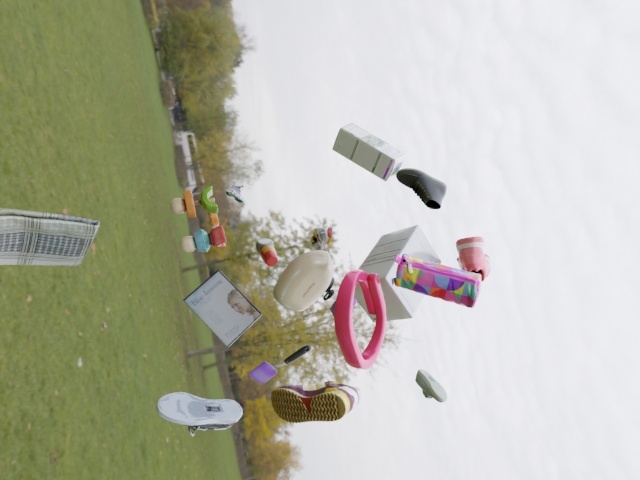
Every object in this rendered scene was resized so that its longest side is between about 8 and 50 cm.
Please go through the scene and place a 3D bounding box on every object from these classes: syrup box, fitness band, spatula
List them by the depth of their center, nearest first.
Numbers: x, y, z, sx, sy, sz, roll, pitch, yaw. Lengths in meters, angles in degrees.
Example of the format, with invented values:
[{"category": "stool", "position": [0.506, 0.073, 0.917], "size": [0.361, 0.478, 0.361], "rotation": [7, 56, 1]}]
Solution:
[{"category": "fitness band", "position": [0.107, 0.208, 1.163], "size": [0.209, 0.054, 0.291], "rotation": [-58, 141, -39]}, {"category": "syrup box", "position": [0.171, -0.314, 1.565], "size": [0.237, 0.093, 0.096], "rotation": [34, -50, 15]}, {"category": "spatula", "position": [-0.153, 0.487, 1.755], "size": [0.084, 0.296, 0.030], "rotation": [47, 24, -23]}]

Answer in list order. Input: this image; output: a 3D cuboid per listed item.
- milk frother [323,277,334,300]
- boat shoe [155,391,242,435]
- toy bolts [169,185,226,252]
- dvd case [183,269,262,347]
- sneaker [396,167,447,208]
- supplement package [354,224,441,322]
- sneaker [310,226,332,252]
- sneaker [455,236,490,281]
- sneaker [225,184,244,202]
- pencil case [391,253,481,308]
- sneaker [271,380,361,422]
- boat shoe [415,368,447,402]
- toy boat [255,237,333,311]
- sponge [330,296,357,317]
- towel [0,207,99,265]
[{"category": "milk frother", "position": [-0.007, 0.209, 2.103], "size": [0.143, 0.134, 0.129], "rotation": [-6, -118, 67]}, {"category": "boat shoe", "position": [-0.419, 0.592, 1.497], "size": [0.105, 0.306, 0.113], "rotation": [-52, -135, 21]}, {"category": "toy bolts", "position": [-0.450, -0.055, 1.620], "size": [0.218, 0.158, 0.229], "rotation": [121, -48, -67]}, {"category": "dvd case", "position": [-0.374, 0.257, 1.698], "size": [0.253, 0.180, 0.022], "rotation": [43, -20, 9]}, {"category": "sneaker", "position": [0.409, -0.215, 1.815], "size": [0.083, 0.222, 0.118], "rotation": [106, 5, -55]}, {"category": "supplement package", "position": [0.259, 0.113, 1.514], "size": [0.175, 0.293, 0.177], "rotation": [-17, -65, 45]}, {"category": "sneaker", "position": [0.000, 0.000, 2.005], "size": [0.225, 0.092, 0.088], "rotation": [101, -6, -59]}, {"category": "sneaker", "position": [0.542, 0.103, 1.573], "size": [0.314, 0.116, 0.136], "rotation": [43, 44, -55]}, {"category": "sneaker", "position": [-0.338, -0.201, 1.835], "size": [0.098, 0.069, 0.038], "rotation": [34, -26, 17]}, {"category": "pencil case", "position": [0.314, 0.108, 1.202], "size": [0.104, 0.236, 0.104], "rotation": [15, 90, -74]}, {"category": "sneaker", "position": [-0.010, 0.311, 0.860], "size": [0.185, 0.084, 0.070], "rotation": [-8, -93, 34]}, {"category": "boat shoe", "position": [0.518, 0.703, 2.087], "size": [0.081, 0.079, 0.227], "rotation": [-69, -158, 13]}, {"category": "toy boat", "position": [-0.105, 0.105, 1.641], "size": [0.318, 0.267, 0.148], "rotation": [39, 7, -32]}, {"category": "sponge", "position": [0.117, 0.251, 1.910], "size": [0.210, 0.031, 0.117], "rotation": [-59, -154, 15]}, {"category": "towel", "position": [-0.926, 0.003, 1.439], "size": [0.312, 0.324, 0.056], "rotation": [-37, -124, 42]}]
